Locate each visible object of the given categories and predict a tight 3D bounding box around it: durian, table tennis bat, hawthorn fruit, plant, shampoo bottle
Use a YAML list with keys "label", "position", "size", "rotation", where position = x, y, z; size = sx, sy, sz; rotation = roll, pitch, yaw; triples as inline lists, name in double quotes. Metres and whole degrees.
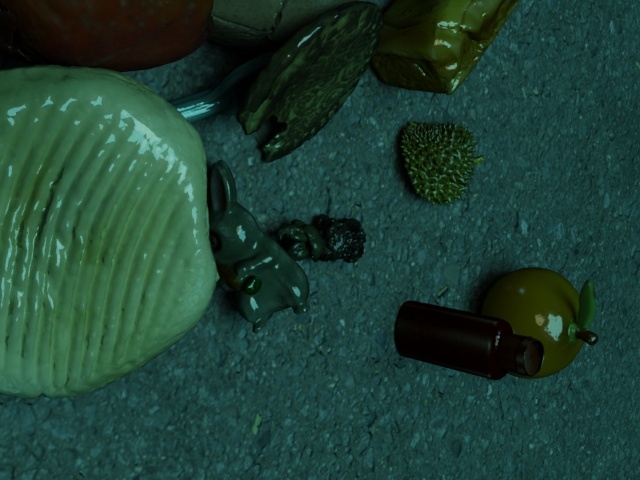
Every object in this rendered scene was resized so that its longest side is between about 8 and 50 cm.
- label: "durian"
  position: [0.229, -0.132, 1.445]
  size: [0.208, 0.102, 0.146]
  rotation: [-4, 92, -46]
- label: "table tennis bat"
  position: [-0.111, -0.197, 1.116]
  size: [0.237, 0.149, 0.038]
  rotation: [-24, 81, -19]
- label: "hawthorn fruit"
  position: [-0.269, -0.288, 0.877]
  size: [0.307, 0.276, 0.276]
  rotation: [-27, 114, -17]
- label: "plant"
  position: [0.000, 0.000, 1.271]
  size: [0.174, 0.087, 0.085]
  rotation: [-3, 68, -47]
- label: "shampoo bottle"
  position: [0.240, 0.167, 1.380]
  size: [0.064, 0.260, 0.102]
  rotation: [1, 95, -43]

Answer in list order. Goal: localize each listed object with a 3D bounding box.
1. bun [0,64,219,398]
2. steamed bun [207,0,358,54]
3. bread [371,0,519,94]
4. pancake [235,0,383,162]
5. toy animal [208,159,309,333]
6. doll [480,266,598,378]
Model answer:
- label: "bun"
  position: [-0.283, -0.020, 0.897]
  size: [0.353, 0.227, 0.348]
  rotation: [17, 99, -27]
- label: "steamed bun"
  position: [-0.052, -0.372, 1.089]
  size: [0.301, 0.199, 0.251]
  rotation: [-8, 101, -42]
- label: "bread"
  position: [0.212, -0.368, 1.351]
  size: [0.294, 0.167, 0.132]
  rotation: [-54, 126, -23]
- label: "pancake"
  position: [-0.016, -0.208, 1.134]
  size: [0.033, 0.286, 0.288]
  rotation: [46, 40, 11]
- label: "toy animal"
  position: [-0.110, 0.012, 1.168]
  size: [0.108, 0.138, 0.236]
  rotation: [-33, 97, 10]
- label: "doll"
  position: [0.415, 0.158, 1.555]
  size: [0.213, 0.236, 0.213]
  rotation: [-4, 97, -36]
